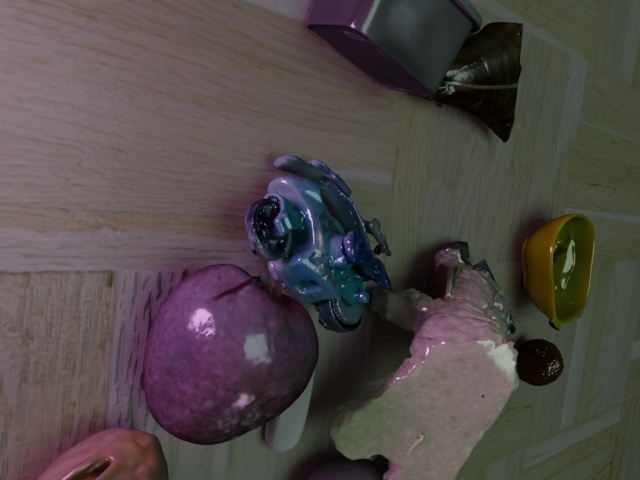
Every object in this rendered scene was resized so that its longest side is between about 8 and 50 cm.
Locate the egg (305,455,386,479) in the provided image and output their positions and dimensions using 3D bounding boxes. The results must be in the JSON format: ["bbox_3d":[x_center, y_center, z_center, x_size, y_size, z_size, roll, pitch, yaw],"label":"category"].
[{"bbox_3d":[0.051,0.435,0.917,0.198,0.146,0.147,28,80,-46],"label":"egg"}]

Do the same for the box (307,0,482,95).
[{"bbox_3d":[0.103,-0.319,0.810,0.243,0.163,0.135,22,93,-43],"label":"box"}]

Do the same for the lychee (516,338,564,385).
[{"bbox_3d":[0.522,0.294,1.330,0.114,0.114,0.147,-46,145,-25],"label":"lychee"}]

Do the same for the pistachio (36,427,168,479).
[{"bbox_3d":[-0.271,0.310,0.626,0.223,0.126,0.152,-41,157,-26],"label":"pistachio"}]

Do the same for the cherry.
[{"bbox_3d":[-0.107,0.137,0.695,0.213,0.183,0.266,35,96,-29],"label":"cherry"}]

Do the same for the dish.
[{"bbox_3d":[0.547,0.063,1.305,0.221,0.108,0.263,-14,106,-39],"label":"dish"}]

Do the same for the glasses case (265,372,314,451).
[{"bbox_3d":[-0.047,0.247,0.862,0.063,0.041,0.164,8,93,-44],"label":"glasses case"}]

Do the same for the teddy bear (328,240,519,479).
[{"bbox_3d":[0.201,0.199,0.996,0.327,0.362,0.375,42,99,-10],"label":"teddy bear"}]

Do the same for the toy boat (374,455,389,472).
[{"bbox_3d":[0.192,0.383,1.090,0.225,0.068,0.088,-26,110,-32],"label":"toy boat"}]

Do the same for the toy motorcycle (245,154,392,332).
[{"bbox_3d":[0.000,0.000,0.797,0.260,0.154,0.206,50,43,-32],"label":"toy motorcycle"}]

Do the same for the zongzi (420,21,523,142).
[{"bbox_3d":[0.272,-0.245,1.007,0.247,0.111,0.241,-31,125,-27],"label":"zongzi"}]
